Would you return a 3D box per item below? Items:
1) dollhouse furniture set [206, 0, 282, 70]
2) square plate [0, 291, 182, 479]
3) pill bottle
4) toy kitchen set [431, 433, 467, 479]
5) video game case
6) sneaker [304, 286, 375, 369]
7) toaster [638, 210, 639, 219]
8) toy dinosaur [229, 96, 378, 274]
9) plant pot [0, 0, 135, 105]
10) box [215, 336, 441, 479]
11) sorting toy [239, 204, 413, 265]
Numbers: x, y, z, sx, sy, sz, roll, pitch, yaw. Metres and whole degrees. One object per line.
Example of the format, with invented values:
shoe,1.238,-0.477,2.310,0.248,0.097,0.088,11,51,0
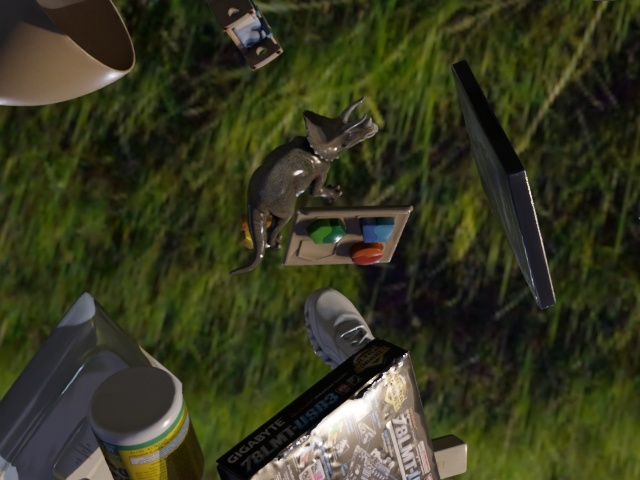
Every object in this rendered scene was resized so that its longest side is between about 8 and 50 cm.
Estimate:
dollhouse furniture set,-0.087,-0.414,2.141,0.183,0.129,0.129,-32,145,6
square plate,-0.340,0.286,1.720,0.049,0.344,0.347,25,163,29
pill bottle,-0.210,0.266,1.561,0.117,0.117,0.208,9,136,21
toy kitchen set,0.141,0.405,2.033,0.122,0.207,0.166,-9,-161,-26
video game case,0.218,-0.073,1.496,0.026,0.274,0.196,-19,125,2
sneaker,0.074,0.201,2.079,0.110,0.292,0.118,-26,170,-25
toaster,0.536,-0.001,1.637,0.227,0.129,0.146,18,-177,-4
toy dinosaur,-0.055,-0.088,1.878,0.121,0.313,0.160,40,163,30
plant pot,-0.419,-0.294,1.708,0.191,0.284,0.284,-34,148,14
box,0.025,0.326,1.638,0.073,0.293,0.295,20,136,44
sorting toy,0.000,0.000,2.278,0.307,0.041,0.229,-2,154,-12
